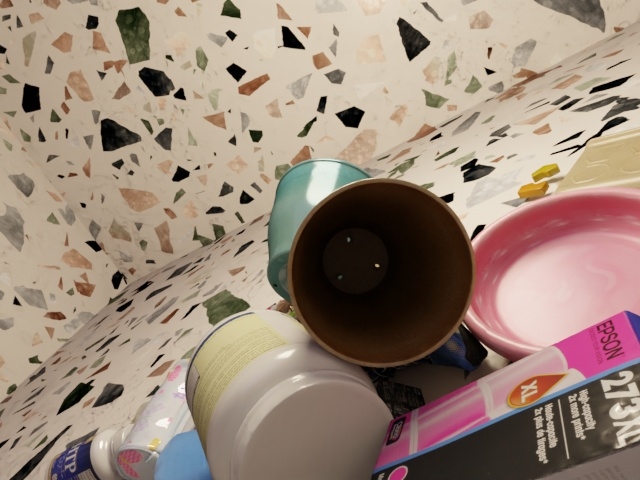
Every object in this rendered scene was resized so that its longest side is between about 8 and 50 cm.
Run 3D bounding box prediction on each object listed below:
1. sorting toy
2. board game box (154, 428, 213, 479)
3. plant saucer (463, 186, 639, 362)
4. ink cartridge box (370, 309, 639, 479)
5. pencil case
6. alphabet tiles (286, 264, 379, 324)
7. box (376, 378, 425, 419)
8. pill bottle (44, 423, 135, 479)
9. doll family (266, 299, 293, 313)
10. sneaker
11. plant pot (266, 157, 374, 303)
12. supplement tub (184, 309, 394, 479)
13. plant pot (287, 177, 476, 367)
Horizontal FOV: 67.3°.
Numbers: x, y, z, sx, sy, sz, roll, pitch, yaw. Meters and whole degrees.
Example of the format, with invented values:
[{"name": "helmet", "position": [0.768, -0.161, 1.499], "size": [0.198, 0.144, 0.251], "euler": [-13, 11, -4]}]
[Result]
[{"name": "sorting toy", "position": [0.605, -0.157, 1.045], "size": [0.229, 0.041, 0.307], "euler": [-47, 22, -31]}, {"name": "board game box", "position": [-0.201, 0.390, 0.844], "size": [0.169, 0.033, 0.133], "euler": [-11, 29, -8]}, {"name": "plant saucer", "position": [0.359, 0.056, 0.674], "size": [0.333, 0.084, 0.332], "euler": [-24, 30, 15]}, {"name": "ink cartridge box", "position": [0.199, 0.166, 0.414], "size": [0.371, 0.069, 0.176], "euler": [-35, 2, 27]}, {"name": "pencil case", "position": [-0.302, 0.364, 0.989], "size": [0.124, 0.113, 0.273], "euler": [-19, 20, 21]}, {"name": "alphabet tiles", "position": [0.049, 0.122, 1.257], "size": [0.285, 0.011, 0.342], "euler": [-19, 20, 37]}, {"name": "box", "position": [0.119, 0.239, 0.696], "size": [0.083, 0.067, 0.018], "euler": [-88, 14, -70]}, {"name": "pill bottle", "position": [-0.452, 0.456, 0.989], "size": [0.187, 0.111, 0.112], "euler": [-29, 16, 8]}, {"name": "doll family", "position": [-0.145, 0.235, 1.133], "size": [0.263, 0.118, 0.163], "euler": [-28, -1, -42]}, {"name": "sneaker", "position": [0.126, 0.181, 0.795], "size": [0.147, 0.130, 0.330], "euler": [-55, 21, -22]}, {"name": "plant pot", "position": [0.000, 0.000, 1.060], "size": [0.272, 0.271, 0.255], "euler": [-22, 33, 31]}, {"name": "supplement tub", "position": [-0.058, 0.242, 0.693], "size": [0.236, 0.235, 0.325], "euler": [-36, 17, -16]}, {"name": "plant pot", "position": [0.069, 0.040, 0.721], "size": [0.237, 0.237, 0.254], "euler": [-32, 2, -3]}]
